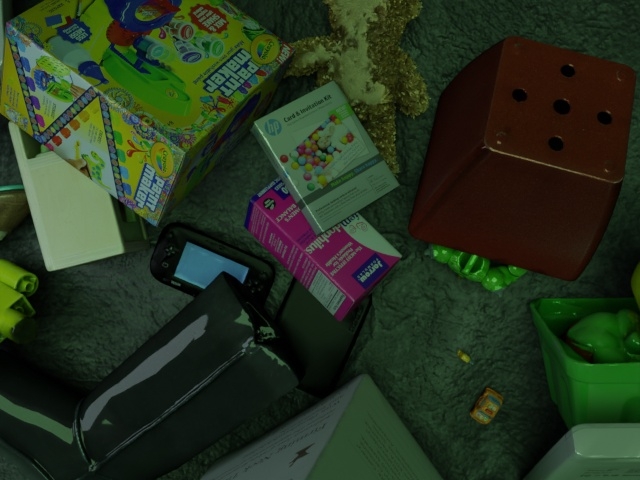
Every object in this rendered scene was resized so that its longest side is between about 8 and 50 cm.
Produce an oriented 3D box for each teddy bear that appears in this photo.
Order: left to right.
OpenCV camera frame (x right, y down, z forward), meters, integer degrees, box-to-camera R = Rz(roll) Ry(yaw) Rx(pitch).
[{"bbox_3d":[0.054,-0.247,1.169,0.245,0.113,0.338,-9,99,9],"label":"teddy bear"}]

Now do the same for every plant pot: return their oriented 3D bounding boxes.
[{"bbox_3d":[0.298,-0.129,1.046,0.267,0.236,0.267,15,70,2],"label":"plant pot"}]

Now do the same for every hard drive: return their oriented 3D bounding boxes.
[{"bbox_3d":[0.433,0.329,1.057,0.233,0.353,0.047,-1,60,2],"label":"hard drive"}]

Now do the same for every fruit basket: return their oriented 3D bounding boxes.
[{"bbox_3d":[0.512,0.115,1.064,0.392,0.283,0.392,0,107,2],"label":"fruit basket"}]

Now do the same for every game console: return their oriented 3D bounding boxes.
[{"bbox_3d":[-0.109,0.094,1.206,0.361,0.044,0.213,23,92,1],"label":"game console"}]

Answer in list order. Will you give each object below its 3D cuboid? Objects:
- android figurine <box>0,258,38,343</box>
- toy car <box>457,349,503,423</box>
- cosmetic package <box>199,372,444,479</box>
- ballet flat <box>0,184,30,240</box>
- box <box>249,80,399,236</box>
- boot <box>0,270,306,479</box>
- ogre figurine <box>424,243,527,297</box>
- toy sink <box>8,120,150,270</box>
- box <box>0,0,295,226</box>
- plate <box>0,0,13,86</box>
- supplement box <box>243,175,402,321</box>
[{"bbox_3d":[-0.558,0.124,1.138,0.273,0.056,0.248,20,52,37],"label":"android figurine"},{"bbox_3d":[0.248,0.242,1.201,0.060,0.040,0.122,-39,91,3],"label":"toy car"},{"bbox_3d":[-0.010,0.450,1.005,0.329,0.394,0.327,-35,91,19],"label":"cosmetic package"},{"bbox_3d":[-0.608,-0.013,1.179,0.342,0.116,0.124,-5,84,4],"label":"ballet flat"},{"bbox_3d":[0.007,-0.121,1.082,0.145,0.038,0.186,-31,87,-20],"label":"box"},{"bbox_3d":[-0.297,0.197,1.137,0.445,0.146,0.367,-36,103,14],"label":"boot"},{"bbox_3d":[0.248,0.006,1.167,0.197,0.097,0.118,33,81,-11],"label":"ogre figurine"},{"bbox_3d":[-0.365,-0.083,1.154,0.131,0.153,0.234,-15,91,2],"label":"toy sink"},{"bbox_3d":[-0.243,-0.229,1.062,0.279,0.177,0.290,36,50,0],"label":"box"},{"bbox_3d":[-0.537,-0.266,1.111,0.278,0.045,0.277,-35,53,24],"label":"plate"},{"bbox_3d":[0.000,0.000,1.133,0.220,0.114,0.111,44,67,7],"label":"supplement box"}]
